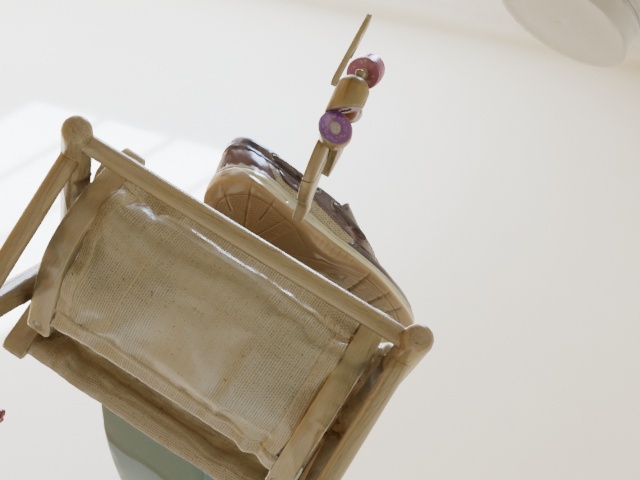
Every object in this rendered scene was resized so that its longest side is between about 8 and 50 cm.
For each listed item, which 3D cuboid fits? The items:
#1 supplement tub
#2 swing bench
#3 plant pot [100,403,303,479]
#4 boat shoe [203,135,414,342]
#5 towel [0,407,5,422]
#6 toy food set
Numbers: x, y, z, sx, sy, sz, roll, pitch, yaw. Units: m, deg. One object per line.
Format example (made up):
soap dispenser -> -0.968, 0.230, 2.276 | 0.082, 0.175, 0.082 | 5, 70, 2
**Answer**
supplement tub -> 0.392, -0.406, 1.950 | 0.316, 0.228, 0.228 | -55, 180, -12
swing bench -> -0.082, 0.068, 0.980 | 0.165, 0.253, 0.254 | -58, 178, -5
plant pot -> -0.105, 0.191, 1.468 | 0.165, 0.166, 0.234 | -30, 140, -36
boat shoe -> 0.000, 0.000, 1.498 | 0.103, 0.285, 0.092 | -24, -140, 37
towel -> -0.411, 0.257, 1.387 | 0.237, 0.037, 0.329 | -52, -170, -27
toy food set -> 0.015, -0.069, 0.868 | 0.122, 0.019, 0.078 | 107, 8, -54
